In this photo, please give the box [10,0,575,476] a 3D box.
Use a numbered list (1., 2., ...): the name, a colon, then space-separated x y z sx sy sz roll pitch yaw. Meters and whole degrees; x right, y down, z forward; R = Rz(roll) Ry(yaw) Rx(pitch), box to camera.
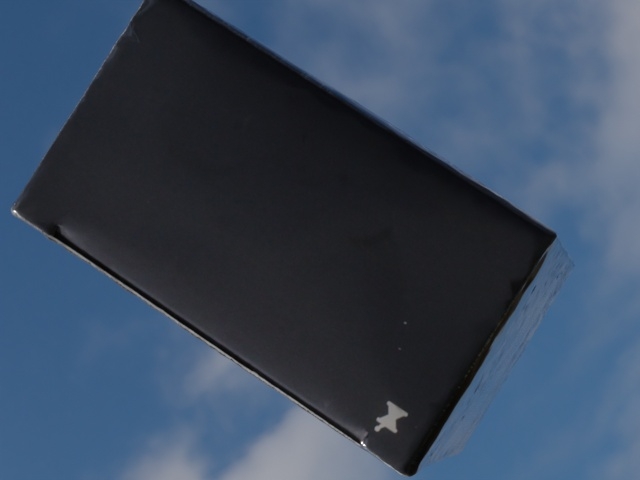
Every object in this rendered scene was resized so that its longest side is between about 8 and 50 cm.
1. box: 0.000 0.000 0.632 0.093 0.156 0.158 -57 -10 3
